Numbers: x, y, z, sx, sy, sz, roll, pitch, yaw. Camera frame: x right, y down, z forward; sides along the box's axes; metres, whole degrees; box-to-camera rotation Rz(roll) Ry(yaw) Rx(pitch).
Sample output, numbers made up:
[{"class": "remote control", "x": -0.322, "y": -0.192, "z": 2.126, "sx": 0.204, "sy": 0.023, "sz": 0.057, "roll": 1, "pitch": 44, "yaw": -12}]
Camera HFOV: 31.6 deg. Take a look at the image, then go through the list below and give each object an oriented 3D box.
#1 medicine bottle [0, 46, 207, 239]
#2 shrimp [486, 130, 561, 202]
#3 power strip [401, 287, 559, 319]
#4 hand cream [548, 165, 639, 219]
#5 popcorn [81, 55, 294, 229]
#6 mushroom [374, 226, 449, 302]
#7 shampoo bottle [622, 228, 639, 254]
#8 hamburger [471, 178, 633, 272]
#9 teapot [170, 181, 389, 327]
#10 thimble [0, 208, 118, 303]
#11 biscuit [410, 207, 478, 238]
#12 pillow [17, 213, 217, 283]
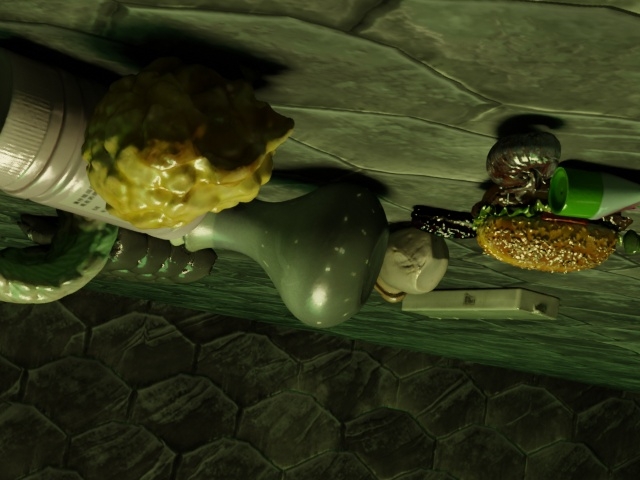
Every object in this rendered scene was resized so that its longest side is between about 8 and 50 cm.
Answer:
[{"class": "medicine bottle", "x": -0.228, "y": -0.089, "z": 1.104, "sx": 0.249, "sy": 0.133, "sz": 0.133, "roll": 17, "pitch": 168, "yaw": -43}, {"class": "shrimp", "x": 0.188, "y": -0.069, "z": 1.057, "sx": 0.065, "sy": 0.057, "sz": 0.165, "roll": 1, "pitch": 172, "yaw": 8}, {"class": "power strip", "x": 0.290, "y": 0.121, "z": 2.134, "sx": 0.106, "sy": 0.043, "sz": 0.367, "roll": 16, "pitch": 168, "yaw": -32}, {"class": "hand cream", "x": 0.369, "y": -0.035, "z": 1.144, "sx": 0.275, "sy": 0.050, "sz": 0.079, "roll": 6, "pitch": -163, "yaw": -11}, {"class": "popcorn", "x": -0.116, "y": -0.084, "z": 0.988, "sx": 0.180, "sy": 0.170, "sz": 0.180, "roll": 19, "pitch": -152, "yaw": -10}, {"class": "mushroom", "x": 0.125, "y": 0.033, "z": 1.600, "sx": 0.088, "sy": 0.097, "sz": 0.212, "roll": -22, "pitch": 175, "yaw": -18}, {"class": "shampoo bottle", "x": 0.448, "y": 0.022, "z": 1.237, "sx": 0.234, "sy": 0.087, "sz": 0.118, "roll": 10, "pitch": -172, "yaw": -3}, {"class": "hamburger", "x": 0.250, "y": -0.010, "z": 1.245, "sx": 0.165, "sy": 0.087, "sz": 0.137, "roll": 10, "pitch": 171, "yaw": -6}, {"class": "teapot", "x": -0.051, "y": -0.005, "z": 1.372, "sx": 0.250, "sy": 0.184, "sz": 0.183, "roll": 18, "pitch": 173, "yaw": 13}, {"class": "thimble", "x": -0.359, "y": -0.027, "z": 1.339, "sx": 0.219, "sy": 0.219, "sz": 0.150, "roll": 14, "pitch": 171, "yaw": -28}, {"class": "biscuit", "x": 0.159, "y": -0.022, "z": 1.448, "sx": 0.087, "sy": 0.027, "sz": 0.089, "roll": 2, "pitch": 168, "yaw": 39}, {"class": "pillow", "x": -0.373, "y": 0.020, "z": 2.027, "sx": 0.326, "sy": 0.101, "sz": 0.228, "roll": 3, "pitch": 172, "yaw": 44}]
